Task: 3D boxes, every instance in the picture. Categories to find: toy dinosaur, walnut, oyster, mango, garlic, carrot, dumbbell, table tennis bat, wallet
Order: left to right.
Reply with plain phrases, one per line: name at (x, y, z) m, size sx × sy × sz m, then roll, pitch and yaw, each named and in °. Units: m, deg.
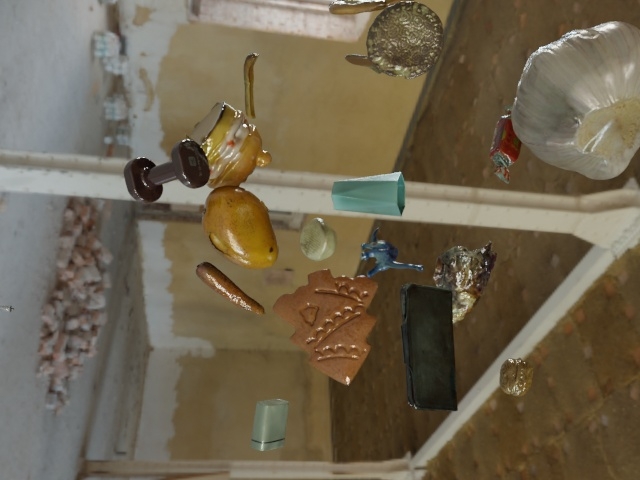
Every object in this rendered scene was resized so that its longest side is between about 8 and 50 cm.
dumbbell at (-0.432, -0.192, 1.707) m, size 0.124 × 0.225 × 0.140 m, roll -14°, pitch 89°, yaw -63°
carrot at (-0.251, 0.144, 1.714) m, size 0.059 × 0.248 × 0.059 m, roll -44°, pitch -161°, yaw 19°
mango at (-0.240, -0.027, 1.814) m, size 0.160 × 0.290 × 0.191 m, roll -22°, pitch -158°, yaw 51°
table tennis bat at (0.177, -0.654, 2.245) m, size 0.234 × 0.131 × 0.022 m, roll -3°, pitch 102°, yaw -63°
toy dinosaur at (0.180, 0.040, 1.846) m, size 0.329 × 0.144 × 0.076 m, roll -132°, pitch -153°, yaw -62°
wallet at (0.276, 0.270, 1.543) m, size 0.045 × 0.172 × 0.318 m, roll -25°, pitch -120°, yaw 52°
oyster at (0.469, 0.135, 1.990) m, size 0.271 × 0.275 × 0.100 m, roll 59°, pitch 14°, yaw -22°
walnut at (0.492, 0.342, 1.525) m, size 0.082 × 0.079 × 0.096 m, roll 38°, pitch 65°, yaw -71°
garlic at (0.541, -0.284, 1.249) m, size 0.317 × 0.317 × 0.259 m, roll 103°, pitch -11°, yaw -45°

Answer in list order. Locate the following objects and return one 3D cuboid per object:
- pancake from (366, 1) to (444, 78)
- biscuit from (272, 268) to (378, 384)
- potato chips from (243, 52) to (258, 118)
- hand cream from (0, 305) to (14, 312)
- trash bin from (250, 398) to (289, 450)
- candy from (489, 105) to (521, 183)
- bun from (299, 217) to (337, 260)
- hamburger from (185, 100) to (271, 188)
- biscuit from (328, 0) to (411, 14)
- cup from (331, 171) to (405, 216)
pancake at (0.211, -0.496, 1.504) m, size 0.021 × 0.199 × 0.199 m, roll -52°, pitch 147°, yaw -87°
biscuit at (0.034, 0.222, 1.570) m, size 0.043 × 0.284 × 0.306 m, roll 82°, pitch -8°, yaw -72°
potato chips at (-0.163, -0.360, 1.413) m, size 0.026 × 0.037 × 0.204 m, roll -42°, pitch 162°, yaw -29°
hand cream at (-0.874, 0.182, 1.627) m, size 0.030 × 0.093 × 0.019 m, roll 115°, pitch -23°, yaw -66°
trash bin at (-0.146, 0.537, 1.771) m, size 0.116 × 0.059 × 0.130 m, roll 13°, pitch 83°, yaw -56°
candy at (0.542, -0.286, 1.762) m, size 0.059 × 0.086 × 0.292 m, roll -45°, pitch -161°, yaw 55°
bun at (0.000, 0.000, 1.208) m, size 0.086 × 0.055 × 0.086 m, roll -4°, pitch -96°, yaw 45°
hamburger at (-0.304, -0.280, 1.942) m, size 0.276 × 0.237 × 0.276 m, roll -39°, pitch -149°, yaw 29°
biscuit at (0.144, -0.665, 1.681) m, size 0.203 × 0.260 × 0.041 m, roll -44°, pitch 132°, yaw -50°
cup at (0.165, -0.155, 2.071) m, size 0.148 × 0.235 × 0.134 m, roll 60°, pitch 37°, yaw -51°
